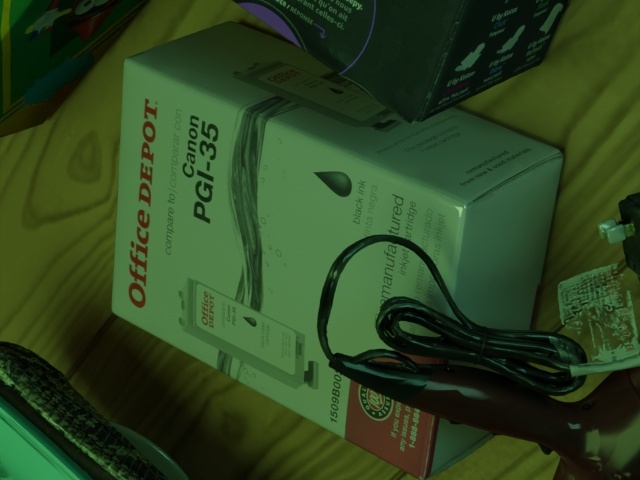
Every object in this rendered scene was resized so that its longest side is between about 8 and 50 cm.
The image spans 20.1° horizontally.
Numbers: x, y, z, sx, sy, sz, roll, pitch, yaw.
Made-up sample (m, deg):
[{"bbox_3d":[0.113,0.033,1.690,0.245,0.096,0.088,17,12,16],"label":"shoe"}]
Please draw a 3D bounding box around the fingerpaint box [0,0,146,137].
[{"bbox_3d":[-0.289,-0.334,1.276,0.371,0.163,0.444,-40,80,43],"label":"fingerpaint box"}]

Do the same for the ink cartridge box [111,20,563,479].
[{"bbox_3d":[0.000,0.000,1.200,0.283,0.117,0.207,25,123,31],"label":"ink cartridge box"}]

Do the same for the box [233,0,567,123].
[{"bbox_3d":[0.073,-0.231,1.020,0.165,0.143,0.270,36,128,22],"label":"box"}]

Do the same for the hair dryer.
[{"bbox_3d":[0.135,0.099,1.096,0.224,0.080,0.293,-11,118,12],"label":"hair dryer"}]

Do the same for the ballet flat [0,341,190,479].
[{"bbox_3d":[-0.114,0.251,1.370,0.483,0.182,0.164,45,111,13],"label":"ballet flat"}]
